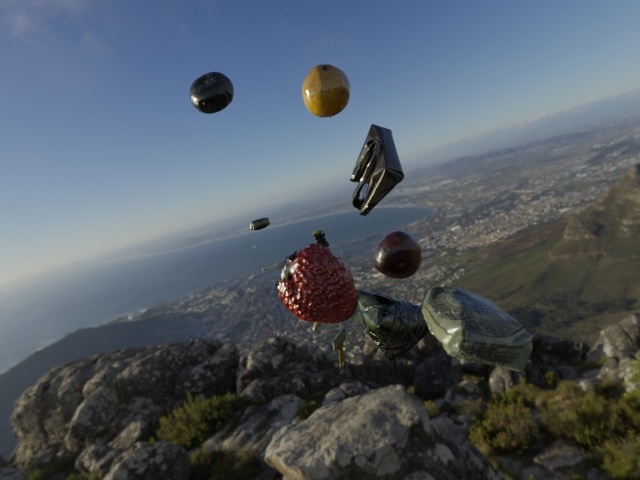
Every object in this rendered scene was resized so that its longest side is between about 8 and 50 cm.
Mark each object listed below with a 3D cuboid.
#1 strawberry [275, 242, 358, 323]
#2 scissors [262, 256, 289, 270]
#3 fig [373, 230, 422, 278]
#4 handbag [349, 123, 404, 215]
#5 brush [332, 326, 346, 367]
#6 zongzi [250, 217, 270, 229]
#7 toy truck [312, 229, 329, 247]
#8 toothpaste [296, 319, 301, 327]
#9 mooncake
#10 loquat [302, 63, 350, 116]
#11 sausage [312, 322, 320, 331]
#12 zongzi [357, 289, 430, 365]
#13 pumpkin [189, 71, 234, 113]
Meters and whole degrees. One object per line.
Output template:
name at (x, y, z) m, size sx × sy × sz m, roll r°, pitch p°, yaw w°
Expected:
strawberry at (-0.005, 0.159, 1.418) m, size 0.261 × 0.261 × 0.258 m, roll -22°, pitch 46°, yaw -37°
scissors at (-0.206, 0.126, 2.023) m, size 0.176 × 0.022 × 0.085 m, roll -14°, pitch 48°, yaw -18°
fig at (0.368, 0.069, 1.947) m, size 0.235 × 0.235 × 0.214 m, roll -16°, pitch 48°, yaw 2°
handbag at (0.193, -0.259, 1.504) m, size 0.114 × 0.285 × 0.257 m, roll 12°, pitch -44°, yaw -19°
brush at (0.080, 0.440, 1.605) m, size 0.011 × 0.205 × 0.083 m, roll 17°, pitch 43°, yaw 30°
zongzi at (-0.312, -0.073, 1.927) m, size 0.104 × 0.052 × 0.113 m, roll -17°, pitch 8°, yaw -43°
toy truck at (0.000, 0.000, 1.698) m, size 0.049 × 0.083 × 0.054 m, roll -25°, pitch 29°, yaw -8°
toothpaste at (-0.052, 0.383, 2.357) m, size 0.069 × 0.099 × 0.282 m, roll 15°, pitch 45°, yaw 26°
mooncake at (0.430, 0.233, 1.124) m, size 0.255 × 0.136 × 0.250 m, roll 10°, pitch 18°, yaw -8°
loquat at (0.022, -0.603, 1.639) m, size 0.208 × 0.208 × 0.208 m, roll -16°, pitch 8°, yaw 2°
sausage at (0.000, 0.290, 1.569) m, size 0.024 × 0.132 × 0.024 m, roll 22°, pitch -10°, yaw 4°
zongzi at (0.371, 0.349, 1.783) m, size 0.362 × 0.383 × 0.319 m, roll -36°, pitch 27°, yaw 3°
pumpkin at (-0.475, -0.644, 1.771) m, size 0.202 × 0.201 × 0.140 m, roll -16°, pitch -35°, yaw 2°
